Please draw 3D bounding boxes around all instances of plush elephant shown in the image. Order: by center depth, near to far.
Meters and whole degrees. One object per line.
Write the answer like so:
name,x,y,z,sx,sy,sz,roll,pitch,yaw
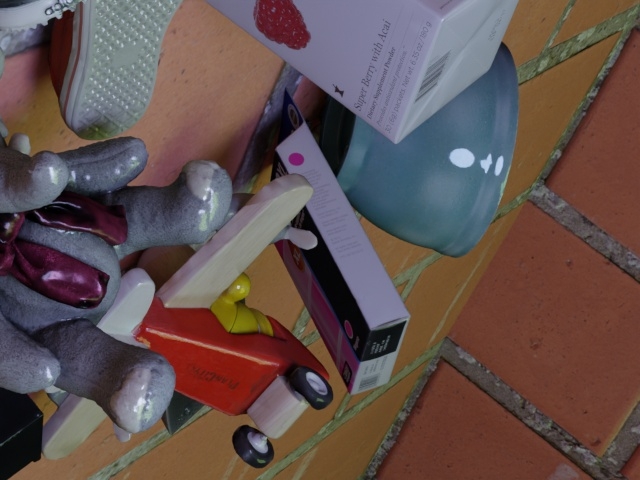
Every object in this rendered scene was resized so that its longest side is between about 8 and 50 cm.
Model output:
plush elephant,-0.271,-0.024,1.366,0.255,0.330,0.272,64,42,-53

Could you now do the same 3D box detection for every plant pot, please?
plant pot,0.111,-0.137,2.050,0.293,0.196,0.293,-170,-90,-74

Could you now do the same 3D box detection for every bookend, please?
bookend,-0.417,0.255,1.889,0.156,0.072,0.157,-36,164,-25

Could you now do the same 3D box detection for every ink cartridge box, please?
ink cartridge box,0.000,0.000,2.017,0.069,0.371,0.176,-16,151,-17

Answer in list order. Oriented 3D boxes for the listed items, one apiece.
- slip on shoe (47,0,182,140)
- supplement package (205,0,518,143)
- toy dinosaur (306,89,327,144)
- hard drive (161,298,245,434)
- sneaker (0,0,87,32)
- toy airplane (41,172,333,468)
slip on shoe,-0.183,-0.235,1.422,0.123,0.101,0.331,-13,146,-32
supplement package,0.035,-0.274,1.575,0.175,0.293,0.177,-39,159,-37
toy dinosaur,0.034,-0.180,2.197,0.268,0.064,0.118,-44,166,-38
hard drive,-0.184,0.164,2.318,0.172,0.054,0.255,-42,156,-29
sneaker,-0.163,-0.294,1.206,0.293,0.102,0.146,-39,139,-11
toy airplane,-0.185,0.097,1.925,0.386,0.272,0.384,-14,135,-11
